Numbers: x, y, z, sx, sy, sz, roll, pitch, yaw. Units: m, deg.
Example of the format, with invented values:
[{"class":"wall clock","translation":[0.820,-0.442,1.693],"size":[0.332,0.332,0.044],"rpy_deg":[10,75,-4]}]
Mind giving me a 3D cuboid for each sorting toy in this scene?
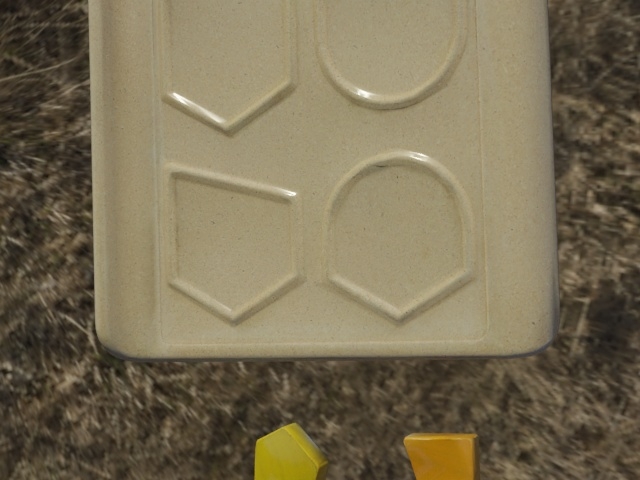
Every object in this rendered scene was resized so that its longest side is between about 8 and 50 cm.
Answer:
[{"class":"sorting toy","translation":[0.000,0.000,0.601],"size":[0.229,0.041,0.307],"rpy_deg":[-2,88,17]}]
